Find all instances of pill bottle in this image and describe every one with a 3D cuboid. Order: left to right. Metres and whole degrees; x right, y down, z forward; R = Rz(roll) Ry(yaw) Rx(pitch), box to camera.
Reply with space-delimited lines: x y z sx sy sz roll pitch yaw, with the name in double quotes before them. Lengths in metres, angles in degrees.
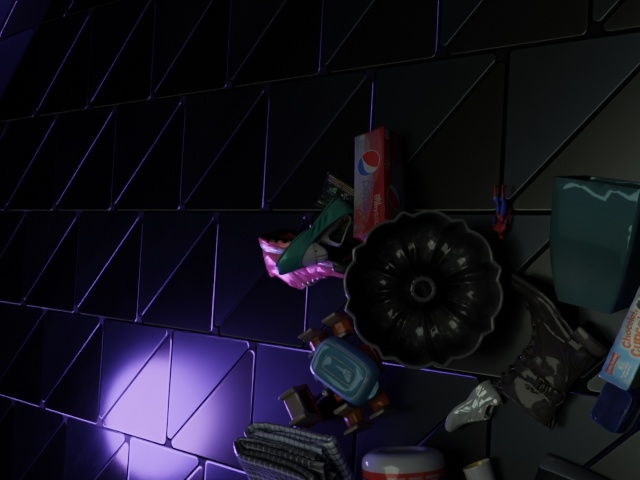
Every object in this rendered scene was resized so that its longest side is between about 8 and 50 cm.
"pill bottle" 0.186 0.613 1.662 0.181 0.181 0.323 -10 81 39

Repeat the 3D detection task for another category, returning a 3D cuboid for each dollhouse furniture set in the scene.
"dollhouse furniture set" 0.039 0.344 1.868 0.259 0.135 0.262 -37 64 20

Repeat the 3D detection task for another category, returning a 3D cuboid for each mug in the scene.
"mug" 0.340 0.498 1.632 0.062 0.078 0.064 -24 79 3

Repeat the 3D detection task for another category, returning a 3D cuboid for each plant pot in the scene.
"plant pot" 0.526 0.006 1.441 0.165 0.165 0.234 15 105 40

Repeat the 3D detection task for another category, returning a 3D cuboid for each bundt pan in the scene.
"bundt pan" 0.211 0.102 1.644 0.330 0.124 0.331 0 88 2

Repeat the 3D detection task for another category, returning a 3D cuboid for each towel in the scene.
"towel" -0.055 0.567 1.847 0.283 0.121 0.235 2 126 38

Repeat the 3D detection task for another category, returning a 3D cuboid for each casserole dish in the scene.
"casserole dish" 0.049 0.295 1.769 0.188 0.037 0.114 32 98 30

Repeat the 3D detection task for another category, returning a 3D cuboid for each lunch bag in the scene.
"lunch bag" 0.561 0.307 1.446 0.067 0.065 0.098 42 115 51

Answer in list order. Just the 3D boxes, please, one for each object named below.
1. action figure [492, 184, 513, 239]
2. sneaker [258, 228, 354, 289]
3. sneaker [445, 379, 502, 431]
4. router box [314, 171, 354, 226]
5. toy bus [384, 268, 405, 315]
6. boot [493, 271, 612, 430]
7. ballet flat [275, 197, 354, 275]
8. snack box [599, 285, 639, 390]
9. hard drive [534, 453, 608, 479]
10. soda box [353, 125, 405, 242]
"action figure" 0.383 -0.059 1.644 0.038 0.030 0.115 4 94 46
"sneaker" -0.020 0.063 1.946 0.314 0.116 0.136 15 117 39
"sneaker" 0.323 0.365 1.649 0.152 0.053 0.061 -52 60 24
"router box" 0.052 -0.102 1.920 0.122 0.038 0.092 35 110 36
"toy bus" 0.173 0.080 1.761 0.202 0.104 0.191 50 117 30
"boot" 0.422 0.218 1.551 0.263 0.091 0.229 48 116 29
"ballet flat" 0.000 0.000 1.813 0.087 0.083 0.247 31 66 25
"snack box" 0.602 0.100 1.344 0.060 0.187 0.322 29 105 38
"hard drive" 0.511 0.536 1.476 0.254 0.054 0.172 23 102 39
"soda box" 0.134 -0.123 1.780 0.092 0.083 0.263 -18 60 37
